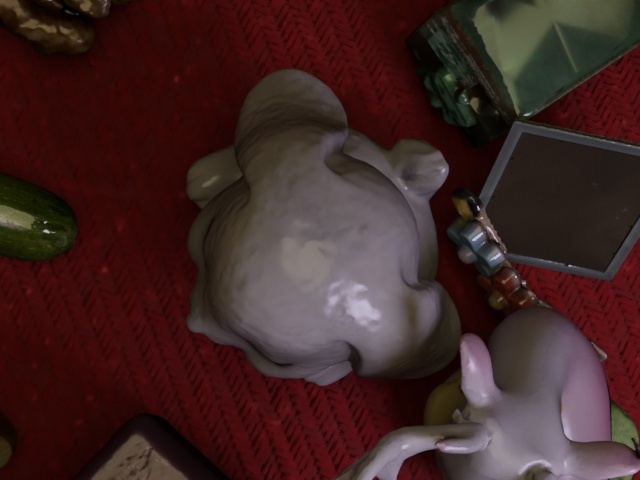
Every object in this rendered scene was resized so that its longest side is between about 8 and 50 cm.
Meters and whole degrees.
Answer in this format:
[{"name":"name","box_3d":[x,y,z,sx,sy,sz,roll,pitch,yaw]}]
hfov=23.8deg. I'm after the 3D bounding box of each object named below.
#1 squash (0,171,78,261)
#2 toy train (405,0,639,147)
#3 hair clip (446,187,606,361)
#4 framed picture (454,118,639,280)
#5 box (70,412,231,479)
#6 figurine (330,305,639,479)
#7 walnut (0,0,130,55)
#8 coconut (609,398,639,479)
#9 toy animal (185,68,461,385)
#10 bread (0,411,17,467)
[{"name":"squash","box_3d":[-0.312,-0.040,1.224,0.239,0.069,0.069,19,86,-5]},{"name":"toy train","box_3d":[0.226,-0.208,1.245,0.326,0.159,0.129,-33,93,-8]},{"name":"hair clip","box_3d":[0.162,0.049,1.261,0.056,0.062,0.214,-49,113,-17]},{"name":"framed picture","box_3d":[0.200,-0.031,1.234,0.142,0.183,0.011,11,55,-5]},{"name":"box","box_3d":[-0.161,0.274,1.168,0.167,0.193,0.294,45,83,3]},{"name":"figurine","box_3d":[0.113,0.192,1.085,0.206,0.316,0.284,37,97,17]},{"name":"walnut","box_3d":[-0.236,-0.230,1.240,0.170,0.069,0.143,42,83,-4]},{"name":"coconut","box_3d":[0.221,0.175,1.263,0.088,0.088,0.096,35,58,-3]},{"name":"toy animal","box_3d":[0.000,0.000,1.141,0.206,0.265,0.271,-29,89,12]},{"name":"bread","box_3d":[-0.276,0.161,1.202,0.049,0.103,0.062,-41,99,1]}]
